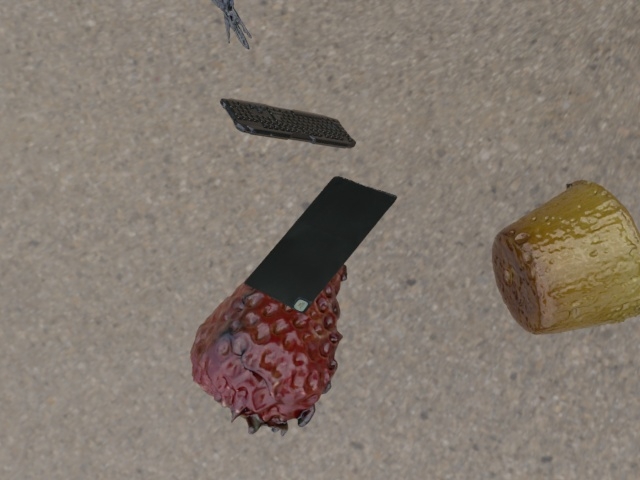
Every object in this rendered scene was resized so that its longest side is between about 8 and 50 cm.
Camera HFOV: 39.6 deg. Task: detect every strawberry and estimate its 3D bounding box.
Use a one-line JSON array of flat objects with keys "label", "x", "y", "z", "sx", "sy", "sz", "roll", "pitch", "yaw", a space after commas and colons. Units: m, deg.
[{"label": "strawberry", "x": -0.077, "y": 0.131, "z": 1.291, "sx": 0.280, "sy": 0.253, "sz": 0.150, "roll": -49, "pitch": 130, "yaw": 8}]

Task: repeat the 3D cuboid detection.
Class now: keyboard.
[{"label": "keyboard", "x": -0.053, "y": -0.209, "z": 1.584, "sx": 0.016, "sy": 0.262, "sz": 0.106, "roll": -59, "pitch": 45, "yaw": 30}]

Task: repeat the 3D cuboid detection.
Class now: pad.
[{"label": "pad", "x": 0.000, "y": 0.000, "z": 1.100, "sx": 0.116, "sy": 0.193, "sz": 0.004, "roll": 22, "pitch": 156, "yaw": 42}]

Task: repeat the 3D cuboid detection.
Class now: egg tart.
[{"label": "egg tart", "x": 0.320, "y": 0.030, "z": 1.181, "sx": 0.147, "sy": 0.202, "sz": 0.203, "roll": -17, "pitch": 108, "yaw": -10}]

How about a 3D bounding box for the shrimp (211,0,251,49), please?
[{"label": "shrimp", "x": -0.164, "y": -0.479, "z": 1.342, "sx": 0.172, "sy": 0.137, "sz": 0.372, "roll": -24, "pitch": 109, "yaw": 20}]
